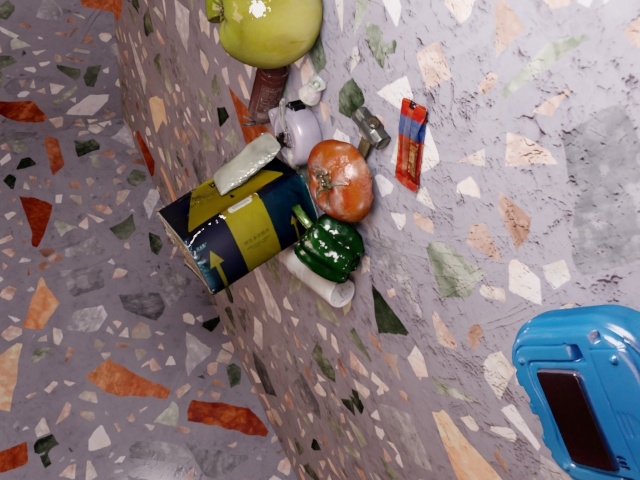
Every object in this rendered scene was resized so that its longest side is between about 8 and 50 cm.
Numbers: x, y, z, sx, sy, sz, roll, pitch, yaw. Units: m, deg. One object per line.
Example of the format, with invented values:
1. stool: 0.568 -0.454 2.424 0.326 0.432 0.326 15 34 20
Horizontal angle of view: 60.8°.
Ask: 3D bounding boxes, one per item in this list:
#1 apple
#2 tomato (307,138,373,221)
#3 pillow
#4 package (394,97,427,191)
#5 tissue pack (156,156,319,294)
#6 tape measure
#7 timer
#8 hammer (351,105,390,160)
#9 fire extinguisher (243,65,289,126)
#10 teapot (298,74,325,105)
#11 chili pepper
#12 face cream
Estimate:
1. apple: -0.142 -0.575 1.357 0.292 0.254 0.292 34 134 44
2. tomato: 0.035 -0.152 1.416 0.237 0.095 0.237 46 148 41
3. pillow: -0.221 -0.228 1.601 0.051 0.229 0.128 49 -173 -40
4. package: 0.200 -0.211 1.219 0.083 0.022 0.200 41 141 43
5. tissue pack: -0.253 -0.062 1.696 0.264 0.416 0.253 38 156 47
6. tape measure: -0.077 -0.311 1.584 0.178 0.105 0.196 -8 100 63
7. timer: 0.484 0.283 0.931 0.340 0.115 0.309 68 157 2
8. hammer: 0.088 -0.183 1.434 0.111 0.043 0.365 56 152 23
9. fire extinguisher: -0.173 -0.440 1.674 0.105 0.105 0.269 61 153 17
10. teapot: -0.020 -0.410 1.465 0.064 0.064 0.083 133 146 -53
11. chili pepper: 0.000 0.000 1.562 0.261 0.165 0.174 38 158 9
12. face cream: -0.026 0.100 1.780 0.345 0.102 0.102 35 138 48
